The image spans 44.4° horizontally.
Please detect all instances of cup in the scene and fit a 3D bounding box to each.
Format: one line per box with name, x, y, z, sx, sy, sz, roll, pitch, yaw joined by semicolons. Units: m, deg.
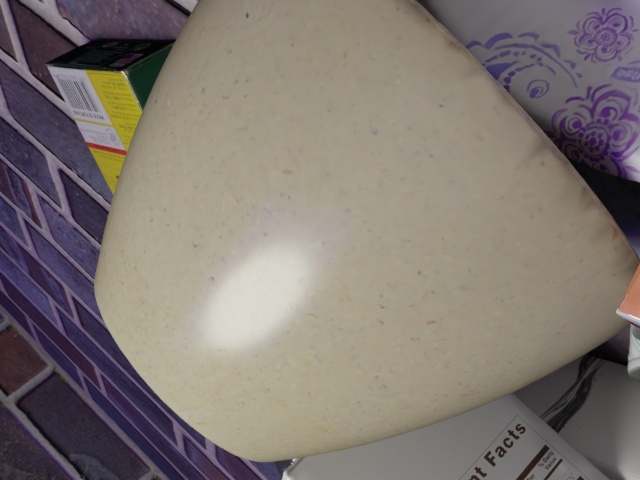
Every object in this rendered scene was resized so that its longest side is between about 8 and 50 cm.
cup;0.000;0.000;0.503;0.331;0.237;0.331;45;-174;-6

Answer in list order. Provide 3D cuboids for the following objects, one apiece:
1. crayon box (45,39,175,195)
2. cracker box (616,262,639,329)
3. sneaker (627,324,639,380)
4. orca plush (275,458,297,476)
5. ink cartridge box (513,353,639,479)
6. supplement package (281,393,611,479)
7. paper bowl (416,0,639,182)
crayon box;-0.200;-0.089;0.986;0.202;0.081;0.318;17;136;45
cracker box;0.264;0.059;0.397;0.156;0.067;0.232;25;-179;38
sneaker;0.250;0.060;0.564;0.054;0.061;0.152;0;150;20
orca plush;0.040;0.290;1.117;0.287;0.102;0.151;20;94;28
ink cartridge box;0.245;0.209;0.670;0.273;0.115;0.198;15;134;47
supplement package;0.122;0.250;0.587;0.293;0.175;0.177;42;149;19
paper bowl;0.163;-0.174;0.316;0.284;0.148;0.284;35;148;26
